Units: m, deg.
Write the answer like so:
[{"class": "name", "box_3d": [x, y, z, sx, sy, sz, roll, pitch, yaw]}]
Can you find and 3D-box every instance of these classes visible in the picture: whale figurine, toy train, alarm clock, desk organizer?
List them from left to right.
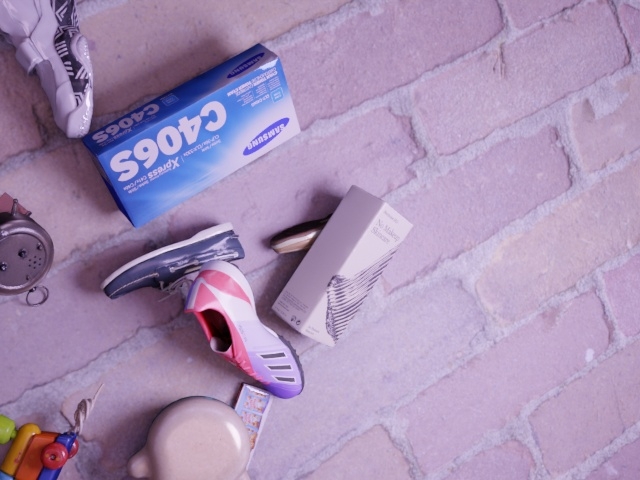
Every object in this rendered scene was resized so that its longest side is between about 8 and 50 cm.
[{"class": "desk organizer", "box_3d": [-0.538, -0.014, 1.217, 0.050, 0.047, 0.130, 42, 77, -12]}, {"class": "alarm clock", "box_3d": [-0.489, 0.038, 1.200, 0.129, 0.064, 0.192, -39, 136, -24]}, {"class": "toy train", "box_3d": [-0.472, 0.322, 1.220, 0.143, 0.105, 0.248, 24, 82, -4]}, {"class": "whale figurine", "box_3d": [-0.224, 0.401, 1.275, 0.216, 0.141, 0.272, 14, 85, -13]}]

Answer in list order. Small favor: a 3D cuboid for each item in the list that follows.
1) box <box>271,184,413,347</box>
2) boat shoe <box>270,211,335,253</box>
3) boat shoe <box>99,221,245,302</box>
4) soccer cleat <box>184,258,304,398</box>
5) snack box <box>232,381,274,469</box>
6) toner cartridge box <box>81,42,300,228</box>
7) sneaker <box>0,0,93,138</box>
[{"class": "box", "box_3d": [0.040, 0.048, 1.353, 0.113, 0.094, 0.275, 32, 92, -47]}, {"class": "boat shoe", "box_3d": [0.000, 0.000, 1.398, 0.190, 0.068, 0.072, -18, 110, -18]}, {"class": "boat shoe", "box_3d": [-0.252, 0.049, 1.295, 0.254, 0.095, 0.079, -25, 87, -27]}, {"class": "soccer cleat", "box_3d": [-0.132, 0.182, 1.284, 0.318, 0.108, 0.116, 62, 37, -30]}, {"class": "snack box", "box_3d": [-0.145, 0.355, 1.367, 0.064, 0.022, 0.178, 22, 83, -17]}, {"class": "toner cartridge box", "box_3d": [-0.210, -0.181, 1.276, 0.348, 0.075, 0.165, -33, 137, -16]}, {"class": "sneaker", "box_3d": [-0.489, -0.332, 1.192, 0.210, 0.137, 0.366, -11, 89, -17]}]
